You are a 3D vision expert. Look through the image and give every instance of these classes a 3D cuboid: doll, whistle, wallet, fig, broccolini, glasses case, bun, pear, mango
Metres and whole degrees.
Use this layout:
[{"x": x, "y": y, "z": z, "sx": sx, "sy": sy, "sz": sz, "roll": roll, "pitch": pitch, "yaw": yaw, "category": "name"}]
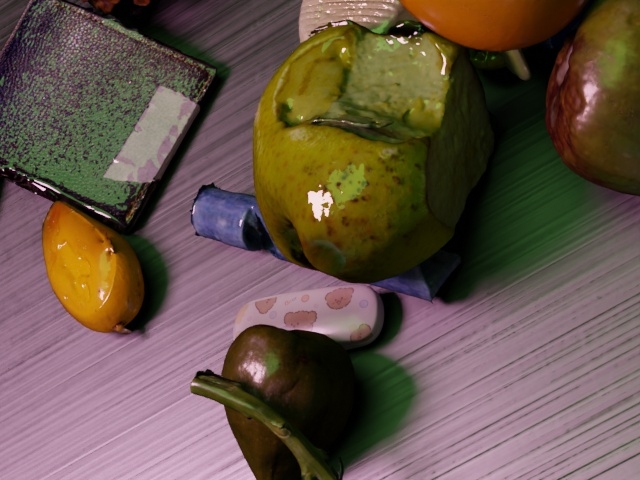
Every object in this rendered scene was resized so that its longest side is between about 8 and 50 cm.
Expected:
[{"x": 0.149, "y": -0.262, "z": 1.541, "sx": 0.213, "sy": 0.236, "sz": 0.213, "roll": 4, "pitch": 68, "yaw": -10, "category": "doll"}, {"x": 0.000, "y": 0.000, "z": 1.690, "sx": 0.304, "sy": 0.062, "sz": 0.062, "roll": 15, "pitch": 74, "yaw": 34, "category": "whistle"}, {"x": -0.273, "y": -0.149, "z": 1.905, "sx": 0.262, "sy": 0.071, "sz": 0.221, "roll": 24, "pitch": 76, "yaw": 21, "category": "wallet"}, {"x": 0.295, "y": -0.127, "z": 1.519, "sx": 0.191, "sy": 0.181, "sz": 0.181, "roll": 42, "pitch": 90, "yaw": 1, "category": "fig"}, {"x": -0.034, "y": 0.233, "z": 1.523, "sx": 0.123, "sy": 0.062, "sz": 0.271, "roll": -44, "pitch": 85, "yaw": 14, "category": "broccolini"}, {"x": -0.013, "y": 0.082, "z": 1.666, "sx": 0.164, "sy": 0.041, "sz": 0.063, "roll": -9, "pitch": 63, "yaw": 26, "category": "glasses case"}, {"x": -0.050, "y": 0.165, "z": 1.594, "sx": 0.126, "sy": 0.133, "sz": 0.185, "roll": 39, "pitch": 107, "yaw": 19, "category": "fig"}, {"x": 0.064, "y": -0.241, "z": 1.747, "sx": 0.164, "sy": 0.111, "sz": 0.188, "roll": -1, "pitch": 63, "yaw": 39, "category": "bun"}, {"x": 0.017, "y": -0.078, "z": 1.605, "sx": 0.238, "sy": 0.164, "sz": 0.255, "roll": 4, "pitch": 44, "yaw": 26, "category": "pear"}, {"x": -0.249, "y": 0.030, "z": 1.808, "sx": 0.101, "sy": 0.066, "sz": 0.187, "roll": -50, "pitch": 58, "yaw": 15, "category": "mango"}]

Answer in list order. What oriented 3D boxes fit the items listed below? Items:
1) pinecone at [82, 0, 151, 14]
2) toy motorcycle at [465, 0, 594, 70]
[{"x": -0.230, "y": -0.408, "z": 1.927, "sx": 0.264, "sy": 0.264, "sz": 0.264, "roll": -13, "pitch": 59, "yaw": 24, "category": "pinecone"}, {"x": 0.246, "y": -0.322, "z": 1.663, "sx": 0.200, "sy": 0.191, "sz": 0.326, "roll": 13, "pitch": 91, "yaw": 26, "category": "toy motorcycle"}]
